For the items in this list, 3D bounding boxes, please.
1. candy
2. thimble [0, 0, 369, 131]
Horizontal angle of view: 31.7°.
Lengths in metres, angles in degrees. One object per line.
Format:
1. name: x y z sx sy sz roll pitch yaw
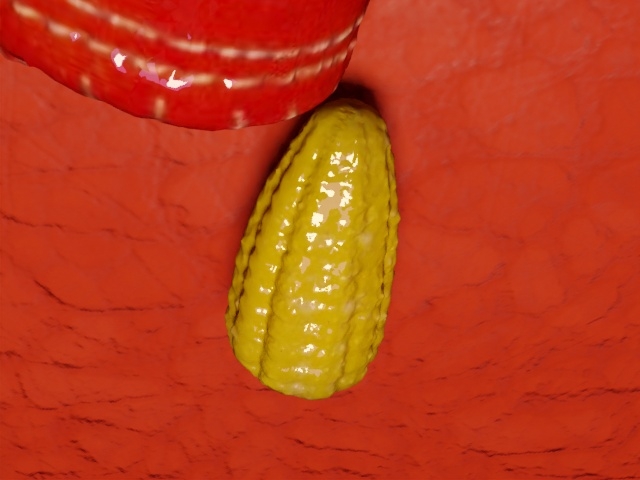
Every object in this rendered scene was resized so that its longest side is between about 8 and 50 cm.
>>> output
1. candy: 0.000 0.000 0.696 0.106 0.094 0.199 -17 134 -33
2. thimble: -0.066 -0.142 0.521 0.190 0.163 0.125 16 128 -3
